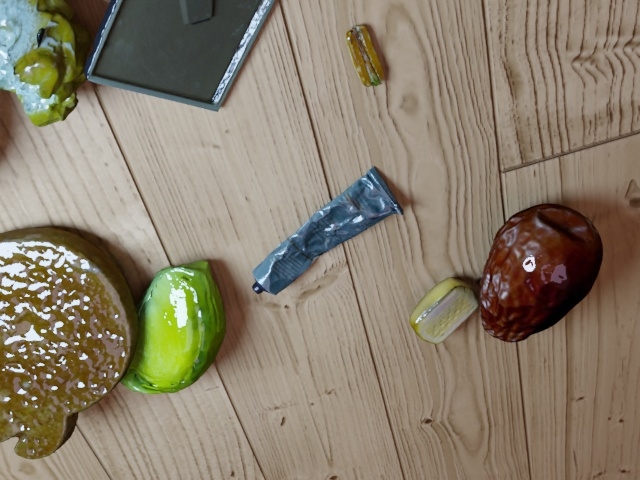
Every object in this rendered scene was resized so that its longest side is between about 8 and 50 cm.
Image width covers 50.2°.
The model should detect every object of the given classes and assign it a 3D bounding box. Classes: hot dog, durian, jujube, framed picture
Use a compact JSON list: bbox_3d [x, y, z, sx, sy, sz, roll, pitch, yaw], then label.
[{"bbox_3d":[0.055,-0.234,0.870,0.037,0.021,0.083,-32,121,-15],"label":"hot dog"},{"bbox_3d":[-0.214,0.139,1.004,0.139,0.101,0.250,28,117,14],"label":"durian"},{"bbox_3d":[0.319,0.057,1.023,0.168,0.168,0.236,2,132,-12],"label":"jujube"},{"bbox_3d":[-0.130,-0.274,0.754,0.192,0.018,0.265,3,127,-51],"label":"framed picture"}]

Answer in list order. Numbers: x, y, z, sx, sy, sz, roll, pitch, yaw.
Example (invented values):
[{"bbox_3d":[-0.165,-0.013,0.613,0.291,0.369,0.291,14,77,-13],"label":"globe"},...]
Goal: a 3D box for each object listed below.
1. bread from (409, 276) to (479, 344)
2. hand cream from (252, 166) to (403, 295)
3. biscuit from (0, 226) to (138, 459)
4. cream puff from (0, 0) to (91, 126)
[{"bbox_3d":[0.192,0.106,1.084,0.082,0.056,0.115,34,105,-31],"label":"bread"},{"bbox_3d":[0.000,0.001,0.984,0.248,0.052,0.075,-36,122,11],"label":"hand cream"},{"bbox_3d":[-0.426,0.153,0.937,0.367,0.063,0.314,-21,106,-1],"label":"biscuit"},{"bbox_3d":[-0.322,-0.208,0.763,0.156,0.156,0.121,42,63,-29],"label":"cream puff"}]
